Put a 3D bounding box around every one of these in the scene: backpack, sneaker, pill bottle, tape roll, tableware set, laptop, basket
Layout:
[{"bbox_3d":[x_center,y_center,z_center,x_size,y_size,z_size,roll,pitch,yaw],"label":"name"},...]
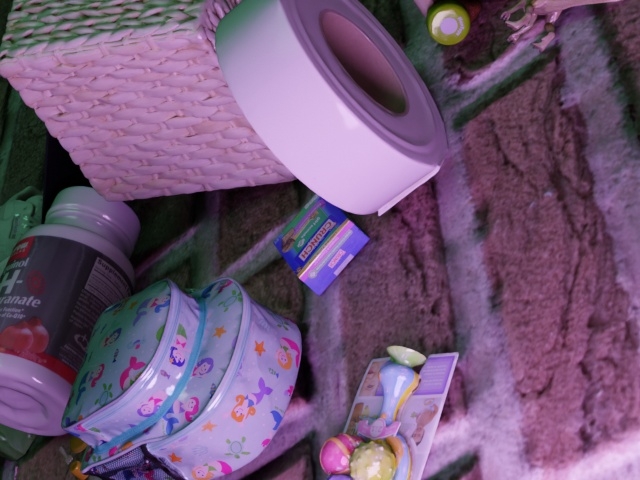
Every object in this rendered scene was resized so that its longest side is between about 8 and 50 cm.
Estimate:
[{"bbox_3d":[-0.149,0.156,1.595,0.253,0.191,0.225,-20,41,36],"label":"backpack"},{"bbox_3d":[-0.480,0.004,2.294,0.152,0.114,0.305,-47,30,8],"label":"sneaker"},{"bbox_3d":[-0.355,0.089,1.956,0.176,0.176,0.318,-21,41,43],"label":"pill bottle"},{"bbox_3d":[0.016,-0.169,1.610,0.100,0.286,0.286,-38,32,23],"label":"tape roll"},{"bbox_3d":[-0.267,0.236,1.831,0.154,0.024,0.104,-51,32,-1],"label":"tableware set"},{"bbox_3d":[-0.357,-0.148,2.156,0.264,0.136,0.234,-120,35,-60],"label":"laptop"},{"bbox_3d":[-0.198,-0.251,1.880,0.331,0.328,0.266,-4,54,25],"label":"basket"}]

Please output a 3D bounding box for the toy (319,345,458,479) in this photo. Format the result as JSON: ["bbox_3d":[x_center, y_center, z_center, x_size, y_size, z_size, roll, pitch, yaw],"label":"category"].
[{"bbox_3d":[0.040,0.207,1.387,0.137,0.056,0.237,-11,49,52],"label":"toy"}]

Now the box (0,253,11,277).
[{"bbox_3d":[-0.516,0.106,2.151,0.324,0.063,0.067,-33,76,22],"label":"box"}]

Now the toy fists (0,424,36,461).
[{"bbox_3d":[-0.493,0.288,1.969,0.096,0.142,0.279,-6,52,52],"label":"toy fists"}]

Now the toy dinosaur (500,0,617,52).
[{"bbox_3d":[0.253,-0.263,1.609,0.092,0.053,0.183,-55,29,-8],"label":"toy dinosaur"}]

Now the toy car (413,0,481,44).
[{"bbox_3d":[0.184,-0.347,1.729,0.188,0.149,0.155,-32,22,12],"label":"toy car"}]

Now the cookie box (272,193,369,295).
[{"bbox_3d":[0.000,0.000,1.690,0.092,0.040,0.107,-48,30,5],"label":"cookie box"}]
